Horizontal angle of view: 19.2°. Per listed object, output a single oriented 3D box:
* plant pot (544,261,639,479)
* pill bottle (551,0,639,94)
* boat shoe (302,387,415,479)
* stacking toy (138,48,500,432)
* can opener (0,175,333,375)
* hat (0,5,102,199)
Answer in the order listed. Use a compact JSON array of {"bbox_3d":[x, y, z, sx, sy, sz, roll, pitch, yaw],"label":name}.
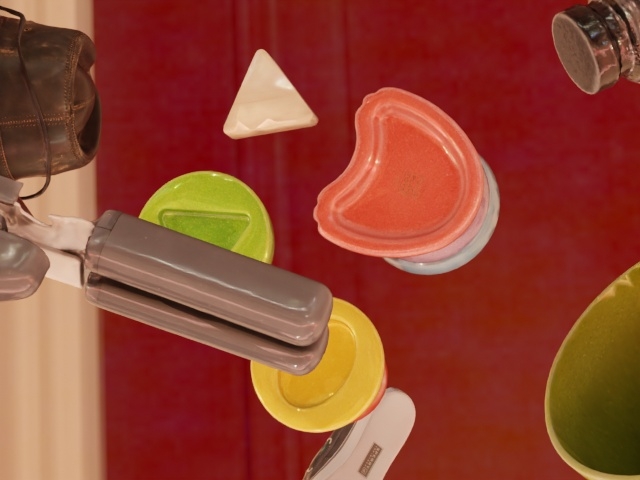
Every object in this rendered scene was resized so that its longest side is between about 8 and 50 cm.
[{"bbox_3d":[0.393,0.186,1.690,0.275,0.274,0.293,-13,131,41],"label":"plant pot"},{"bbox_3d":[0.359,-0.239,1.986,0.219,0.122,0.123,-26,173,-12],"label":"pill bottle"},{"bbox_3d":[0.020,0.260,2.137,0.080,0.228,0.076,41,158,-25],"label":"boat shoe"},{"bbox_3d":[0.000,0.000,1.744,0.279,0.309,0.130,33,179,19],"label":"stacking toy"},{"bbox_3d":[-0.137,0.035,1.235,0.283,0.095,0.076,19,145,9],"label":"can opener"},{"bbox_3d":[-0.288,-0.151,1.909,0.134,0.331,0.331,-9,169,-4],"label":"hat"}]
